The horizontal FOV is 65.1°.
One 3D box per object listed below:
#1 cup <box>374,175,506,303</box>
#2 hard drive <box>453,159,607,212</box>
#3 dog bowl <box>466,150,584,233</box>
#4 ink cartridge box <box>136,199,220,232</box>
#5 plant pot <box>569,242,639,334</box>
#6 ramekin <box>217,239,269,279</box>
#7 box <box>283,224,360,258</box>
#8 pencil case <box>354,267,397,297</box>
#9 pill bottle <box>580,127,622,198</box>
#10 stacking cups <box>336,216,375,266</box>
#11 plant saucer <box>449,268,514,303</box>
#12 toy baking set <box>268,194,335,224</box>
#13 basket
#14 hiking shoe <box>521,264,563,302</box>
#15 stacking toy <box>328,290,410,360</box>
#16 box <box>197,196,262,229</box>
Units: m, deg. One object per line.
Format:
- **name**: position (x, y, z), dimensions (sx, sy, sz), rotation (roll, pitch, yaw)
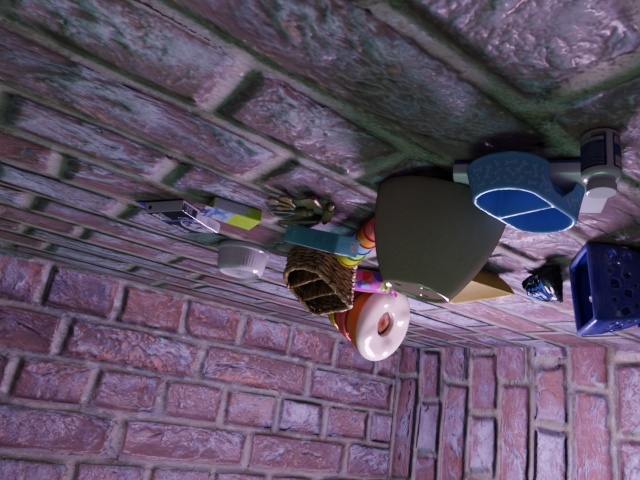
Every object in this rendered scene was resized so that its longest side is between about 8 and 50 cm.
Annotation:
- **cup**: position (0.269, 0.020, 1.257), dimensions (0.332, 0.236, 0.331), rotation (19, 167, 5)
- **hard drive**: position (0.475, -0.120, 1.142), dimensions (0.319, 0.040, 0.210), rotation (2, 161, 20)
- **dog bowl**: position (0.435, -0.091, 1.063), dimensions (0.298, 0.073, 0.166), rotation (21, 158, -34)
- **ink cartridge box**: position (-0.487, -0.077, 1.710), dimensions (0.209, 0.045, 0.206), rotation (1, 161, 26)
- **plant pot**: position (0.881, 0.148, 1.480), dimensions (0.212, 0.235, 0.236), rotation (-2, 159, 13)
- **ramekin**: position (-0.315, 0.083, 2.011), dimensions (0.208, 0.108, 0.207), rotation (7, 162, 2)
- **box**: position (0.000, 0.000, 1.575), dimensions (0.101, 0.060, 0.244), rotation (15, 178, -44)
- **pencil case**: position (0.201, 0.168, 2.051), dimensions (0.237, 0.104, 0.104), rotation (9, 162, 3)
- **pill bottle**: position (0.519, -0.141, 0.928), dimensions (0.067, 0.120, 0.067), rotation (8, 162, 3)
- **stacking cups**: position (0.131, 0.002, 1.591), dimensions (0.096, 0.095, 0.316), rotation (12, 161, -9)
- **plant saucer**: position (0.498, 0.154, 1.901), dimensions (0.333, 0.080, 0.333), rotation (18, 160, -25)
- **toy baking set**: position (-0.057, -0.091, 1.500), dimensions (0.197, 0.030, 0.256), rotation (11, 162, 0)
- **basket**: position (-0.022, 0.149, 1.898), dimensions (0.214, 0.222, 0.299), rotation (18, 161, -27)
- **hiking shoe**: position (0.770, 0.163, 1.746), dimensions (0.132, 0.113, 0.304), rotation (-2, 159, 27)
- **stacking toy**: position (0.147, 0.330, 2.376), dimensions (0.480, 0.350, 0.351), rotation (17, 172, 44)
- **box**: position (-0.286, -0.087, 1.589), dimensions (0.179, 0.042, 0.109), rotation (17, 159, -24)
